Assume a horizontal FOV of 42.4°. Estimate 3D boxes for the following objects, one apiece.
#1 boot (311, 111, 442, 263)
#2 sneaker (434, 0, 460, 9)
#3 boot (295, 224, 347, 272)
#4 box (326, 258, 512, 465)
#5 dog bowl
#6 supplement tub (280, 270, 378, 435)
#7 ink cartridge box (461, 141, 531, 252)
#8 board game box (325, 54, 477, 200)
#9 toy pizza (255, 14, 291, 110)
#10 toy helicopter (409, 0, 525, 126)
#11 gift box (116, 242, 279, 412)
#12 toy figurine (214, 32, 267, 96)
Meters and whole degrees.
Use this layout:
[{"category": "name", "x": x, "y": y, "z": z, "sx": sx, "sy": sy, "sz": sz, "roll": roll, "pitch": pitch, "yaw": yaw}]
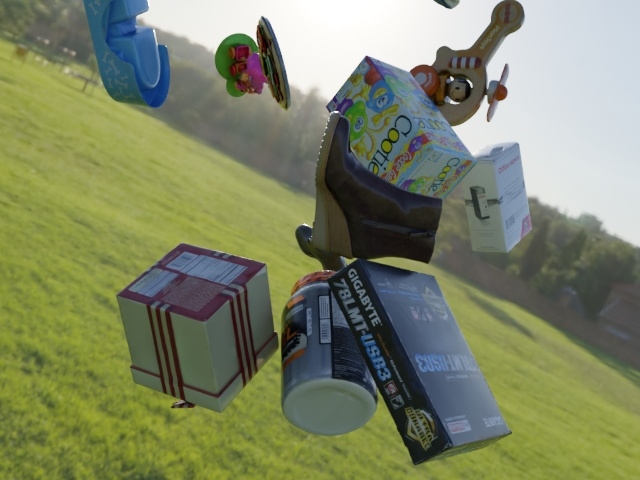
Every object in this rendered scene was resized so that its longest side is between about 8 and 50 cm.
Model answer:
[{"category": "boot", "x": 0.095, "y": -0.082, "z": 1.338, "sx": 0.206, "sy": 0.249, "sz": 0.090, "roll": 6, "pitch": 26, "yaw": 3}, {"category": "sneaker", "x": 0.232, "y": -0.469, "z": 1.373, "sx": 0.081, "sy": 0.080, "sz": 0.211, "roll": 45, "pitch": -21, "yaw": 5}, {"category": "boot", "x": 0.000, "y": 0.000, "z": 2.130, "sx": 0.219, "sy": 0.082, "sz": 0.106, "roll": 46, "pitch": -24, "yaw": 38}, {"category": "box", "x": 0.158, "y": 0.181, "z": 1.253, "sx": 0.295, "sy": 0.073, "sz": 0.293, "roll": 16, "pitch": 43, "yaw": -59}, {"category": "dog bowl", "x": -0.341, "y": -0.377, "z": 1.440, "sx": 0.074, "sy": 0.297, "sz": 0.166, "roll": -2, "pitch": 24, "yaw": 12}, {"category": "supplement tub", "x": 0.013, "y": 0.224, "z": 1.704, "sx": 0.193, "sy": 0.194, "sz": 0.316, "roll": 22, "pitch": 37, "yaw": -19}, {"category": "ink cartridge box", "x": 0.401, "y": -0.100, "z": 1.882, "sx": 0.092, "sy": 0.218, "sz": 0.158, "roll": 2, "pitch": 22, "yaw": 36}, {"category": "board game box", "x": 0.154, "y": -0.210, "z": 1.620, "sx": 0.142, "sy": 0.144, "sz": 0.275, "roll": 9, "pitch": 41, "yaw": -45}, {"category": "toy pizza", "x": -0.105, "y": -0.367, "z": 1.723, "sx": 0.032, "sy": 0.201, "sz": 0.201, "roll": -16, "pitch": 15, "yaw": -8}, {"category": "toy helicopter", "x": 0.397, "y": -0.437, "z": 2.048, "sx": 0.235, "sy": 0.355, "sz": 0.140, "roll": 38, "pitch": 5, "yaw": 28}, {"category": "gift box", "x": -0.253, "y": 0.174, "z": 1.692, "sx": 0.276, "sy": 0.258, "sz": 0.255, "roll": 15, "pitch": 36, "yaw": 31}, {"category": "toy figurine", "x": -0.182, "y": -0.431, "z": 2.128, "sx": 0.130, "sy": 0.173, "sz": 0.159, "roll": -14, "pitch": 32, "yaw": -28}]
